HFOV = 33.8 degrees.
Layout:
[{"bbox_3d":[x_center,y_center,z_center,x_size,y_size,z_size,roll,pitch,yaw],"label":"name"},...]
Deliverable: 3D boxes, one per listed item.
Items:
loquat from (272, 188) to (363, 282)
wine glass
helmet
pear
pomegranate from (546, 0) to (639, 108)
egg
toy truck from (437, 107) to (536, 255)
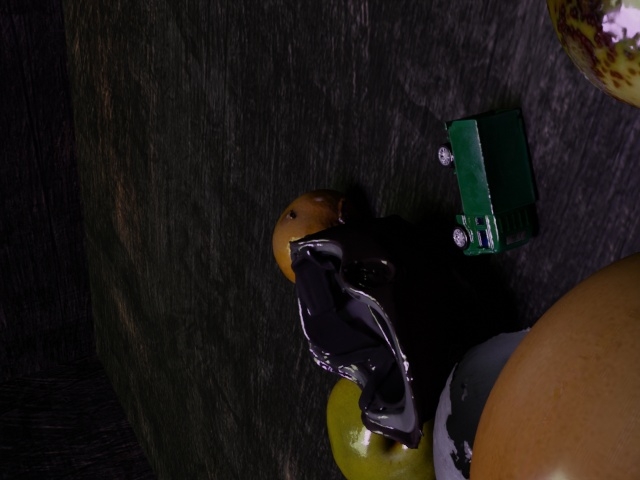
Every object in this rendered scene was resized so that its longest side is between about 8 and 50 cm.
[{"bbox_3d":[0.000,0.000,1.430,0.141,0.141,0.141,47,146,46],"label":"loquat"},{"bbox_3d":[0.198,0.254,1.099,0.190,0.191,0.357,56,156,35],"label":"wine glass"},{"bbox_3d":[0.097,0.088,1.215,0.305,0.177,0.225,44,149,44],"label":"helmet"},{"bbox_3d":[0.094,0.239,1.382,0.180,0.166,0.216,64,-171,-2],"label":"pear"},{"bbox_3d":[0.259,-0.139,0.655,0.222,0.204,0.276,21,129,43],"label":"pomegranate"},{"bbox_3d":[0.250,0.157,0.794,0.250,0.250,0.322,33,99,57],"label":"egg"},{"bbox_3d":[0.173,-0.058,1.082,0.079,0.065,0.147,8,112,61],"label":"toy truck"}]
